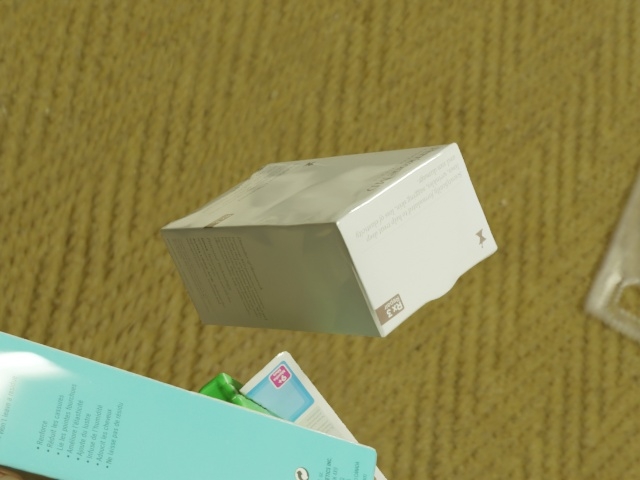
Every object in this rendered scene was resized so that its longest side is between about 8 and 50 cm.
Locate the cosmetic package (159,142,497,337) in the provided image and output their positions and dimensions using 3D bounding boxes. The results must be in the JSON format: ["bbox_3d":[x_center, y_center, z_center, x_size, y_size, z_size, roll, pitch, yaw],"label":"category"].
[{"bbox_3d":[0.000,0.000,1.484,0.217,0.385,0.156,-35,108,-35],"label":"cosmetic package"}]

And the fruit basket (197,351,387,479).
[{"bbox_3d":[-0.081,0.344,1.418,0.327,0.165,0.353,-37,120,-5],"label":"fruit basket"}]

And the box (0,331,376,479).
[{"bbox_3d":[-0.099,0.111,0.592,0.244,0.100,0.060,21,59,-27],"label":"box"}]
